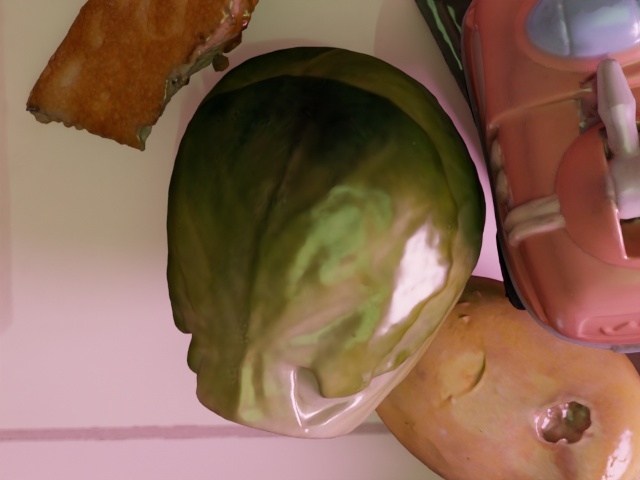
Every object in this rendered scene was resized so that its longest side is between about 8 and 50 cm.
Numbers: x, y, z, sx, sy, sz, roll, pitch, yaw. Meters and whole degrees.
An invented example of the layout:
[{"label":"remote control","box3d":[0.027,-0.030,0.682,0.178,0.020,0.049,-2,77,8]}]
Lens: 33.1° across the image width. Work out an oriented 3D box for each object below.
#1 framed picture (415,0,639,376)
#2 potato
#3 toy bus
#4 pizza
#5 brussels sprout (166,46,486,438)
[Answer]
[{"label":"framed picture","box3d":[0.312,-0.067,0.829,0.326,0.028,0.446,-24,104,17]},{"label":"potato","box3d":[0.146,0.115,0.830,0.234,0.146,0.150,31,115,0]},{"label":"toy bus","box3d":[0.188,-0.070,0.694,0.194,0.232,0.287,-11,85,17]},{"label":"pizza","box3d":[-0.111,-0.149,0.743,0.271,0.134,0.056,-44,148,24]},{"label":"brussels sprout","box3d":[0.000,0.000,0.733,0.219,0.210,0.271,8,75,22]}]
